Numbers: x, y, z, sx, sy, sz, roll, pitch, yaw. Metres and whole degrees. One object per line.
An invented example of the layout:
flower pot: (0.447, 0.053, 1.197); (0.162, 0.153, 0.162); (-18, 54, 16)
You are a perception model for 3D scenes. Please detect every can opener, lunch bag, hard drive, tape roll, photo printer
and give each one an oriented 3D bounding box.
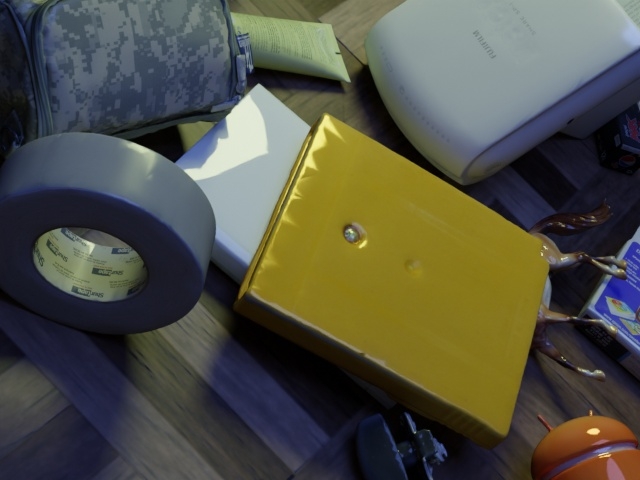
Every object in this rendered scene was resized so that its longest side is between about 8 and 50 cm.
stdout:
can opener: (0.121, 0.305, 1.431); (0.093, 0.074, 0.280); (-23, 65, -4)
lunch bag: (-0.246, -0.222, 1.496); (0.305, 0.212, 0.256); (-20, 83, -40)
hard drive: (0.000, 0.000, 1.585); (0.353, 0.047, 0.233); (41, 47, 0)
tape roll: (-0.213, -0.002, 1.335); (0.219, 0.219, 0.072); (23, 49, -16)
photo printer: (0.224, -0.233, 1.756); (0.307, 0.107, 0.256); (-33, 68, 1)

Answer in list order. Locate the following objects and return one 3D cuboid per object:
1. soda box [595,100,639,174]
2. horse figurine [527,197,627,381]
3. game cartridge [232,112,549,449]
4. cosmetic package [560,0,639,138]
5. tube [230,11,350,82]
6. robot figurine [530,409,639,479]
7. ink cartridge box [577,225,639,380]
soda box: (0.422, -0.178, 1.970); (0.060, 0.053, 0.169); (15, 52, -22)
horse figurine: (0.277, 0.059, 1.683); (0.174, 0.066, 0.263); (15, 56, 8)
game cartridge: (0.091, 0.041, 1.543); (0.324, 0.052, 0.285); (31, 50, -11)
cosmetic package: (0.367, -0.296, 1.887); (0.138, 0.224, 0.224); (12, 49, -50)
tube: (-0.069, -0.242, 1.719); (0.240, 0.062, 0.070); (1, 101, -37)
robot figurine: (0.308, 0.285, 1.510); (0.158, 0.128, 0.219); (-22, 65, 2)
ink cartridge box: (0.445, 0.103, 1.783); (0.206, 0.045, 0.208); (41, 48, 1)
